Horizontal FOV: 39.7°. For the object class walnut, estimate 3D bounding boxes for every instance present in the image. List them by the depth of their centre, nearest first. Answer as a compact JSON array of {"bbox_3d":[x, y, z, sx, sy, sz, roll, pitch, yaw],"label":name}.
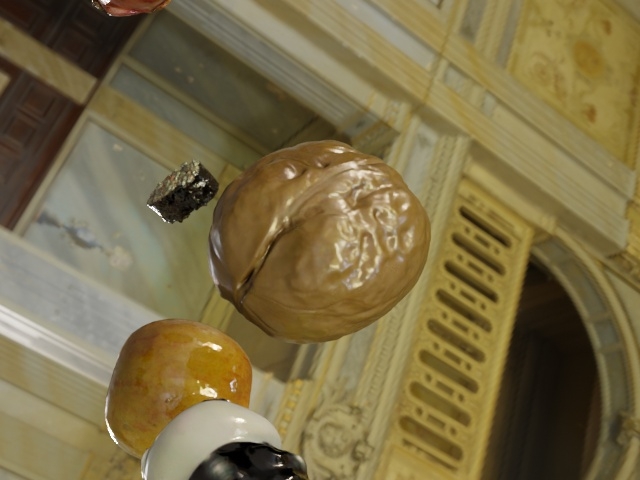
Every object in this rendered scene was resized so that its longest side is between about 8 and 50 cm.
[{"bbox_3d":[0.000,0.000,1.557,0.397,0.354,0.308,-28,157,-32],"label":"walnut"}]

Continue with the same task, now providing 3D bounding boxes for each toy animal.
[{"bbox_3d":[-0.125,0.360,1.266,0.213,0.212,0.266,-57,-139,2],"label":"toy animal"}]

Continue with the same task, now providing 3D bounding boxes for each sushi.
[{"bbox_3d":[-0.267,-0.095,1.713,0.150,0.078,0.091,-25,-147,38],"label":"sushi"}]

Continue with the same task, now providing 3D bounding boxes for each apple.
[{"bbox_3d":[-0.276,0.302,1.763,0.299,0.274,0.299,-173,-90,-88],"label":"apple"}]

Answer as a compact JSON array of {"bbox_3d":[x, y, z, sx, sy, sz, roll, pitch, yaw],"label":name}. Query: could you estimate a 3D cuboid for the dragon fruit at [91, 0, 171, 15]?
[{"bbox_3d":[-0.377,-0.572,1.773,0.315,0.250,0.250,109,4,-68],"label":"dragon fruit"}]
